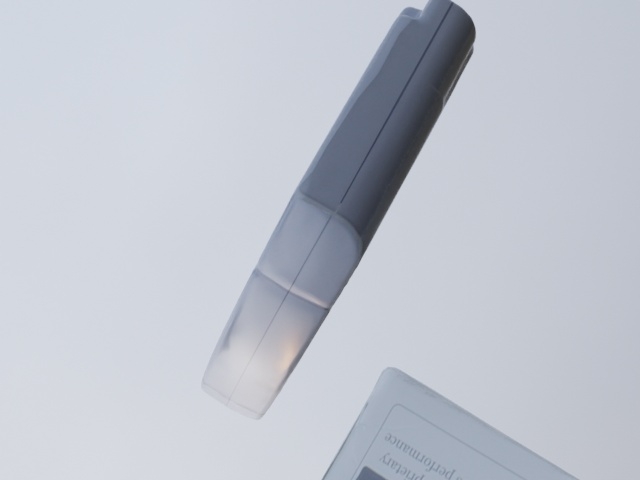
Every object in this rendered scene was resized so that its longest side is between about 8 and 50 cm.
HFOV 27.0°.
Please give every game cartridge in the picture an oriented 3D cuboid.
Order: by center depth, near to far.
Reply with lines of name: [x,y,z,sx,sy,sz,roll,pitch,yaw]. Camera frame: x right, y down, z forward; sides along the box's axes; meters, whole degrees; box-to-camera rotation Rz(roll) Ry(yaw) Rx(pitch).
game cartridge: [0.000,0.000,0.834,0.196,0.060,0.294,-56,-3,-30]

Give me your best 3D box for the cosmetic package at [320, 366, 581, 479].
cosmetic package: [0.062,0.201,0.471,0.224,0.138,0.224,-58,-39,-5]
